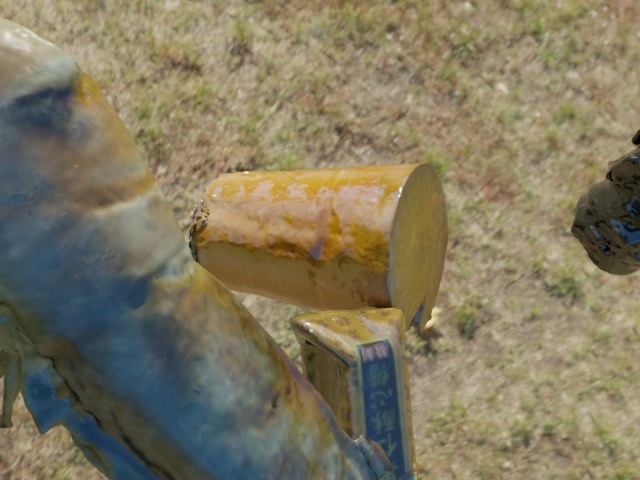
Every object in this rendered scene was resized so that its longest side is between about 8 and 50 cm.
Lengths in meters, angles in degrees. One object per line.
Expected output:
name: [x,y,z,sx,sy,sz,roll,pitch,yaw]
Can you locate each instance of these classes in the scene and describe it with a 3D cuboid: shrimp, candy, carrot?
shrimp: [-0.087,0.066,0.354,0.169,0.058,0.296,-36,101,8]
candy: [0.047,0.201,1.146,0.143,0.101,0.271,-8,90,-31]
carrot: [0.000,0.000,1.278,0.254,0.196,0.196,6,56,22]

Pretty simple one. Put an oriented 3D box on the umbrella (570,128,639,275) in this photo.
umbrella: [0.276,-0.078,0.632,0.094,0.326,0.090,28,43,-24]
